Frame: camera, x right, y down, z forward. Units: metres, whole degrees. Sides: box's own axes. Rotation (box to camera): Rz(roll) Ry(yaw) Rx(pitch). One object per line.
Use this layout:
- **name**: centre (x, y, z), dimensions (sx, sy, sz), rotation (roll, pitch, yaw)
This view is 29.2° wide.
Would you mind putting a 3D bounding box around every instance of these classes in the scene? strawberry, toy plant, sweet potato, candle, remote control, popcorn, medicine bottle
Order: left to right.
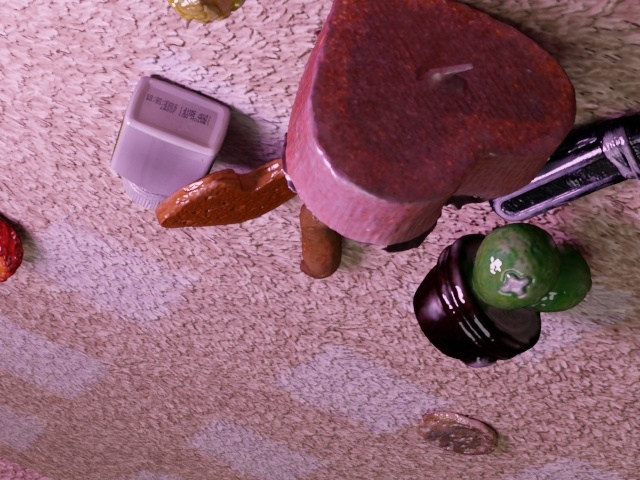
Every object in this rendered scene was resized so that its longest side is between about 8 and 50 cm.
- **strawberry**: centre (-0.558, 0.006, 2.035), dimensions (0.145, 0.086, 0.145), rotation (11, 149, 7)
- **medicine bottle**: centre (-0.207, -0.121, 1.642), dimensions (0.132, 0.088, 0.188), rotation (20, 150, -10)
- **popcorn**: centre (-0.135, -0.283, 1.330), dimensions (0.089, 0.097, 0.109), rotation (-10, 149, 44)
- **sweet potato**: centre (0.000, 0.000, 1.762), dimensions (0.067, 0.059, 0.281), rotation (23, 150, 10)
- **candle**: centre (0.103, -0.159, 1.293), dimensions (0.317, 0.287, 0.131), rotation (-19, 158, -25)
- **toy plant**: centre (0.242, 0.061, 1.627), dimensions (0.235, 0.175, 0.218), rotation (-33, 153, 34)
- **remote control**: centre (0.305, -0.081, 1.461), dimensions (0.090, 0.066, 0.266), rotation (36, 145, -29)

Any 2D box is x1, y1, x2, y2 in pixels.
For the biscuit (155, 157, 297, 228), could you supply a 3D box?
- **biscuit**: centre (-0.104, -0.071, 1.625), dimensions (0.192, 0.036, 0.186), rotation (-5, 160, -45)

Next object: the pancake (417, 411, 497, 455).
- **pancake**: centre (0.249, 0.353, 2.241), dimensions (0.152, 0.025, 0.151), rotation (14, 151, 8)
